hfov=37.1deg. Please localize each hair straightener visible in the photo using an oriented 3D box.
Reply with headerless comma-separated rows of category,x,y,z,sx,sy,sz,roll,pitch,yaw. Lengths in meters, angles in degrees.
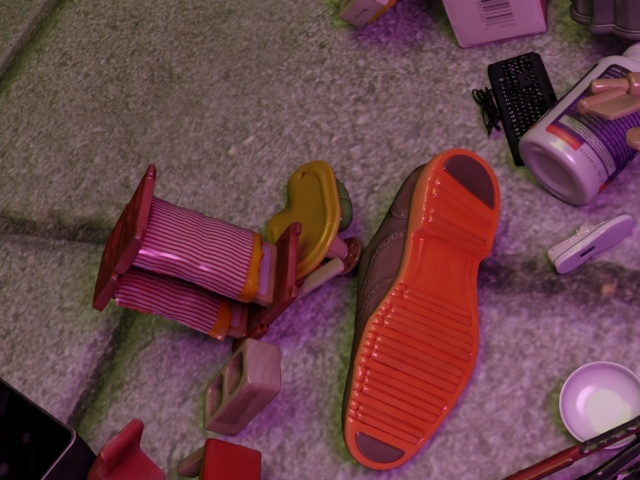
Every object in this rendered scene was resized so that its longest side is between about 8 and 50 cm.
hair straightener,0.267,0.219,0.873,0.230,0.047,0.089,-29,79,4

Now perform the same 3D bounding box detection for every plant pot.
plant pot,-0.336,0.290,1.063,0.188,0.167,0.187,21,66,39

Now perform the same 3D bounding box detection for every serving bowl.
serving bowl,0.273,0.159,0.918,0.083,0.027,0.083,-5,72,16

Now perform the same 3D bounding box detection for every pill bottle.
pill bottle,0.329,-0.141,1.089,0.193,0.108,0.108,-44,46,-9

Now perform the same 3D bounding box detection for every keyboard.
keyboard,0.248,-0.173,1.212,0.100,0.038,0.192,-20,46,14

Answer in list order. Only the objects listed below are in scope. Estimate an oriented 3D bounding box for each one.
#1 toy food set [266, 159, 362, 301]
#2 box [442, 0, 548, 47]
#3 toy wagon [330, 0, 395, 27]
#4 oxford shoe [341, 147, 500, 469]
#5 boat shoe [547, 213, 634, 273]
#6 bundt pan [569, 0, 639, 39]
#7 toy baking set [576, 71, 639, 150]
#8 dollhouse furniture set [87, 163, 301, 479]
toy food set,0.000,0.000,1.195,0.128,0.071,0.218,-40,37,29
box,0.243,-0.408,1.332,0.126,0.148,0.232,-6,51,24
toy wagon,0.114,-0.489,1.402,0.344,0.068,0.267,-70,15,-11
oxford shoe,0.097,0.078,1.058,0.132,0.130,0.364,-21,43,61
boat shoe,0.294,-0.003,1.047,0.100,0.035,0.035,-35,47,8
bundt pan,0.448,-0.367,1.129,0.330,0.124,0.331,-16,32,10
toy baking set,0.393,-0.122,0.959,0.256,0.030,0.197,-5,35,-5
dollhouse furniture set,-0.142,0.126,1.033,0.152,0.201,0.374,-50,29,42
